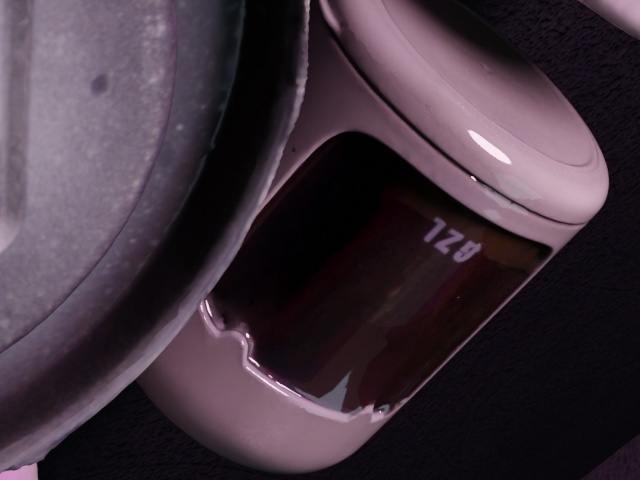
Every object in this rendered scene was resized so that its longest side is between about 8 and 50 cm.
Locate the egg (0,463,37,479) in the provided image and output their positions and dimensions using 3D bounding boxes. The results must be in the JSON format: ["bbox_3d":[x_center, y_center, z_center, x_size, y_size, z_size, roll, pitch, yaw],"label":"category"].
[{"bbox_3d":[-0.260,0.163,0.969,0.196,0.196,0.271,-11,125,-51],"label":"egg"}]

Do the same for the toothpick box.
[{"bbox_3d":[0.000,0.000,1.071,0.316,0.229,0.229,-48,157,24],"label":"toothpick box"}]

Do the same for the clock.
[{"bbox_3d":[-0.184,-0.059,0.631,0.386,0.076,0.386,-20,129,-26],"label":"clock"}]

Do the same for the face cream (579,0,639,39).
[{"bbox_3d":[0.192,-0.198,0.977,0.206,0.206,0.111,-11,149,-51],"label":"face cream"}]
